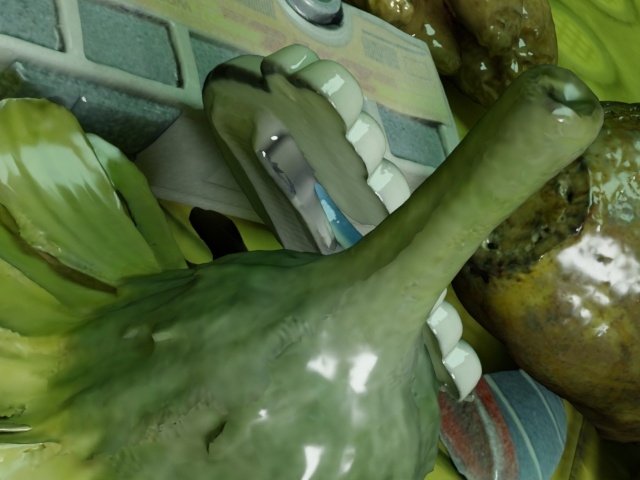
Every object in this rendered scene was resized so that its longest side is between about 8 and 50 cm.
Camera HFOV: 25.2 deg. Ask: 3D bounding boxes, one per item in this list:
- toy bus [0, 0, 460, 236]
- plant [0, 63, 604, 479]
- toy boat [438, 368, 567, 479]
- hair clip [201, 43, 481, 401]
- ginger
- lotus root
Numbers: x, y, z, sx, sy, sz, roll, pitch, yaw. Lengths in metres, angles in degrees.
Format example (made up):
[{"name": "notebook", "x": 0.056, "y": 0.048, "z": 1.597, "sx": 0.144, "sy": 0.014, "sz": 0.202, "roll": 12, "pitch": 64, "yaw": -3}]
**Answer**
[{"name": "toy bus", "x": -0.078, "y": -0.086, "z": 0.708, "sx": 0.342, "sy": 0.097, "sz": 0.138, "roll": 13, "pitch": 51, "yaw": -42}, {"name": "plant", "x": -0.030, "y": 0.046, "z": 0.516, "sx": 0.306, "sy": 0.297, "sz": 0.261, "roll": 22, "pitch": 12, "yaw": -20}, {"name": "toy boat", "x": 0.110, "y": 0.094, "z": 0.772, "sx": 0.122, "sy": 0.034, "sz": 0.096, "roll": 2, "pitch": 58, "yaw": -50}, {"name": "hair clip", "x": 0.000, "y": 0.000, "z": 0.616, "sx": 0.140, "sy": 0.054, "sz": 0.220, "roll": 35, "pitch": -24, "yaw": 50}, {"name": "ginger", "x": 0.115, "y": -0.212, "z": 1.005, "sx": 0.236, "sy": 0.166, "sz": 0.375, "roll": 44, "pitch": 37, "yaw": 15}, {"name": "lotus root", "x": 0.171, "y": 0.021, "z": 0.773, "sx": 0.275, "sy": 0.152, "sz": 0.160, "roll": 25, "pitch": 46, "yaw": -53}]
